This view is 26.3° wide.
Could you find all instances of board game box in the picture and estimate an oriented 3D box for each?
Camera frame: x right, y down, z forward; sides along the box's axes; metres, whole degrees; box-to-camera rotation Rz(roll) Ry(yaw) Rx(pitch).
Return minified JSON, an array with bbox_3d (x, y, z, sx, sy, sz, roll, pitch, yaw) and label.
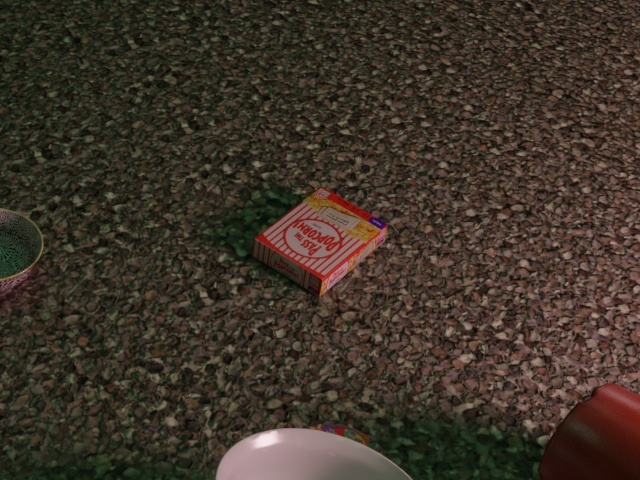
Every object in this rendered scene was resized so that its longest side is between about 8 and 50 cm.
[{"bbox_3d":[0.000,0.000,2.335,0.147,0.045,0.193,30,46,21],"label":"board game box"},{"bbox_3d":[0.021,0.323,1.994,0.133,0.033,0.168,20,43,11],"label":"board game box"}]

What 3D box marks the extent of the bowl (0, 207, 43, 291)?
[{"bbox_3d":[-0.526,0.032,2.174,0.170,0.080,0.170,5,42,-5],"label":"bowl"}]

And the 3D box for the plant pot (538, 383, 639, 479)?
[{"bbox_3d":[0.462,0.349,1.900,0.272,0.272,0.265,-29,46,-35],"label":"plant pot"}]

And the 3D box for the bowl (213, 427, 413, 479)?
[{"bbox_3d":[-0.009,0.389,1.797,0.298,0.134,0.298,13,27,-7],"label":"bowl"}]
